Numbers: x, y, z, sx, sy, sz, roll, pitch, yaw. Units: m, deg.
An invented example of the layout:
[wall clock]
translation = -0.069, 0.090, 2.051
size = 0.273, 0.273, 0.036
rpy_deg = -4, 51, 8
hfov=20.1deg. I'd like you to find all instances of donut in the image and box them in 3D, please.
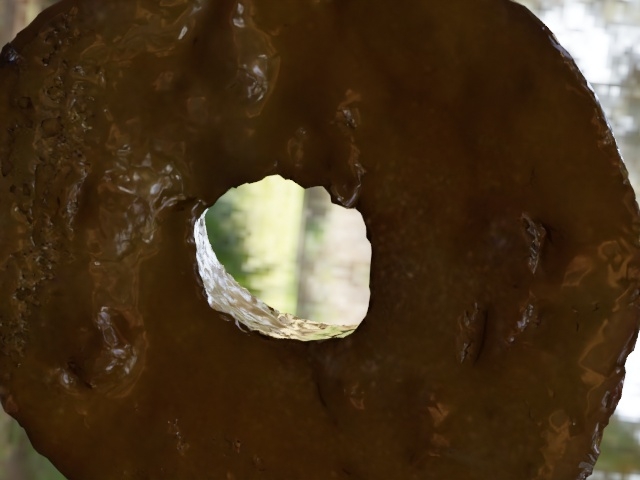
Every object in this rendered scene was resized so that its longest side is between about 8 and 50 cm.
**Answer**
[donut]
translation = -0.003, -0.001, 0.724
size = 0.108, 0.278, 0.277
rpy_deg = -44, 143, -67
